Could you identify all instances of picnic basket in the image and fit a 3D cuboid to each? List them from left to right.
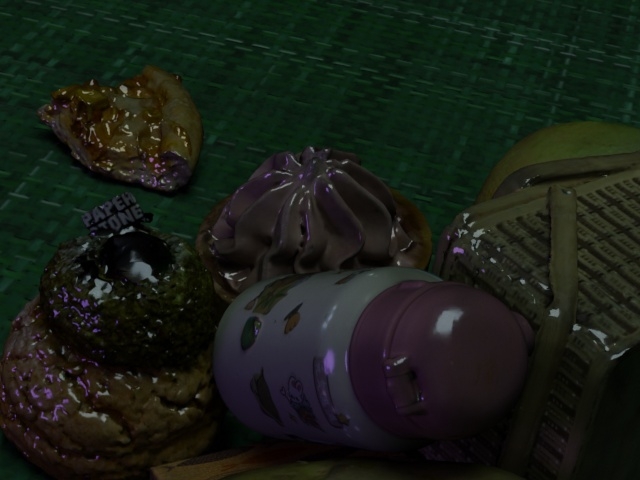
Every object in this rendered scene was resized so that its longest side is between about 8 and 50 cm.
[{"bbox_3d":[0.213,0.070,1.013,0.312,0.228,0.175,-19,43,-34],"label":"picnic basket"}]

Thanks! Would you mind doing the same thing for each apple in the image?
[{"bbox_3d":[0.256,-0.013,1.250,0.265,0.120,0.193,17,46,18],"label":"apple"}]

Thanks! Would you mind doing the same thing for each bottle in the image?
[{"bbox_3d":[0.033,0.075,0.905,0.120,0.120,0.253,-15,5,-30],"label":"bottle"}]

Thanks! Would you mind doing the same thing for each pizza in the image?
[{"bbox_3d":[-0.191,-0.119,1.366,0.161,0.062,0.182,4,35,-2],"label":"pizza"}]

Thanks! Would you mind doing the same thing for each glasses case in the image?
[{"bbox_3d":[-0.028,0.169,0.990,0.169,0.041,0.064,-10,25,-23],"label":"glasses case"}]

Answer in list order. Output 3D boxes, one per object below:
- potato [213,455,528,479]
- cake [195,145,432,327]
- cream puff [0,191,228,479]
[{"bbox_3d":[0.031,0.211,0.849,0.296,0.141,0.192,7,31,10],"label":"potato"},{"bbox_3d":[0.000,0.000,1.127,0.185,0.178,0.207,31,38,32],"label":"cake"},{"bbox_3d":[-0.144,0.058,1.016,0.183,0.169,0.183,4,35,-3],"label":"cream puff"}]
